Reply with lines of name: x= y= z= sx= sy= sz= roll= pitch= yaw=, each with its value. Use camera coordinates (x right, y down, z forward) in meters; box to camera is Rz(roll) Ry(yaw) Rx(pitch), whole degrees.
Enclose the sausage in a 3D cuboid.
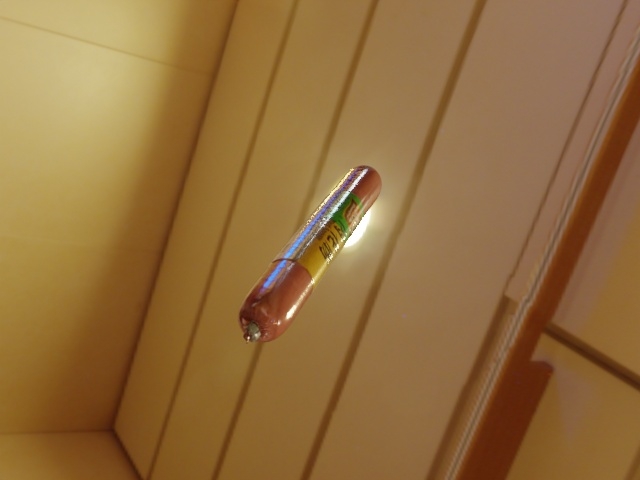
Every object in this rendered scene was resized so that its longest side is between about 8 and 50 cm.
sausage: x=0.000 y=0.000 z=0.483 sx=0.029 sy=0.223 sz=0.029 roll=9 pitch=-61 yaw=17
